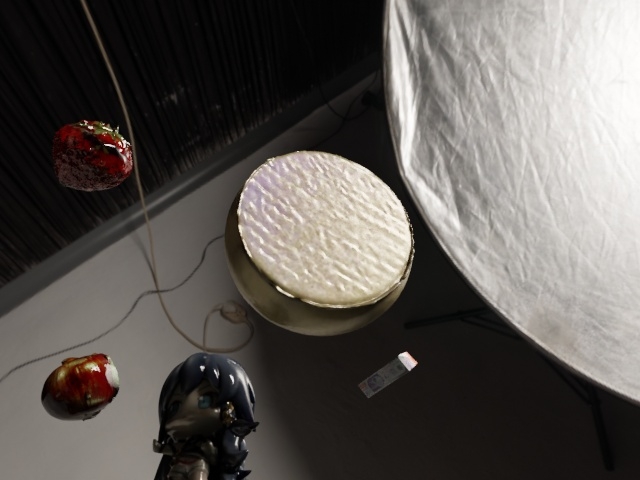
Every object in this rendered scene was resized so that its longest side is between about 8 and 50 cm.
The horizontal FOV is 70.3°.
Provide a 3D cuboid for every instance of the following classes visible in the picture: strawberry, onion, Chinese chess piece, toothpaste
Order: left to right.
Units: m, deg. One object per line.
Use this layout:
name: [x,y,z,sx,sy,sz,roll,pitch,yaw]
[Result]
onion: [-0.405,0.245,0.760,0.118,0.117,0.119,22,40,-20]
strawberry: [-0.302,-0.105,0.598,0.106,0.106,0.106,-1,54,2]
Chinese chess piece: [0.000,0.000,0.649,0.269,0.112,0.270,9,57,-14]
toothpaste: [0.167,0.344,1.162,0.040,0.196,0.047,-27,72,-44]

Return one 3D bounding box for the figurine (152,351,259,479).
figurine: [-0.185,0.317,0.731,0.174,0.197,0.265,6,58,-3]
